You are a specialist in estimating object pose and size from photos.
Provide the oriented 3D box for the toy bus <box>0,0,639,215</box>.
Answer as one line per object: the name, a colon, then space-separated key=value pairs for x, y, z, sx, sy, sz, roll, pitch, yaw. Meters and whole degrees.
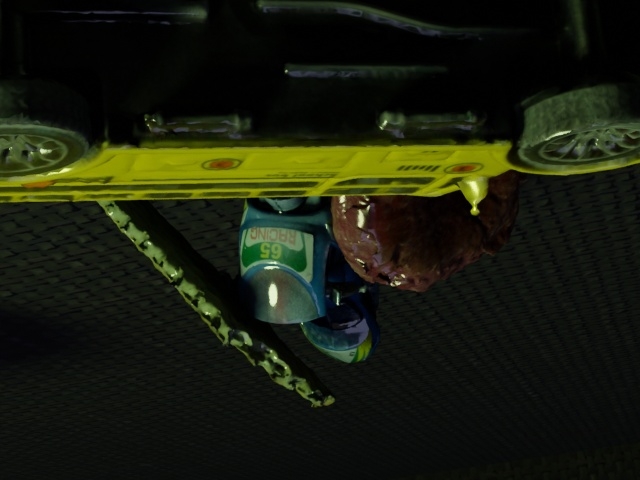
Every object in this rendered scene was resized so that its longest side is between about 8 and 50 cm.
toy bus: x=-0.021 y=-0.084 z=0.648 sx=0.330 sy=0.144 sz=0.152 roll=-1 pitch=164 yaw=-16

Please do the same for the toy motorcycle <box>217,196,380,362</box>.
toy motorcycle: x=0.000 y=0.000 z=0.956 sx=0.092 sy=0.135 sz=0.254 roll=6 pitch=162 yaw=15

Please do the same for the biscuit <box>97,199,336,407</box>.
biscuit: x=-0.076 y=0.015 z=0.938 sx=0.016 sy=0.203 sz=0.144 roll=-45 pitch=164 yaw=2

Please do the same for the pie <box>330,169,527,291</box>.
pie: x=0.064 y=-0.040 z=0.884 sx=0.038 sy=0.153 sz=0.153 roll=25 pitch=-171 yaw=40
